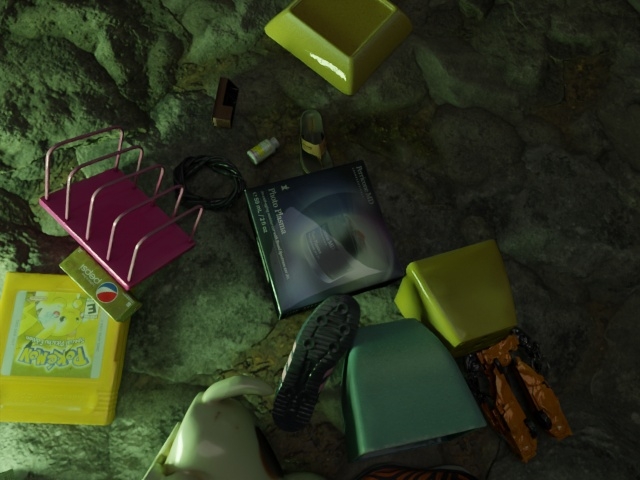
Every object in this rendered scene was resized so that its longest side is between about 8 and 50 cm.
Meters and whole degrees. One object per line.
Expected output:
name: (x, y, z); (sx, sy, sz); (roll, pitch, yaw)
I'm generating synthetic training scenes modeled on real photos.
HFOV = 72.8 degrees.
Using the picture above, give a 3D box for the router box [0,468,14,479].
router box: (-0.720, 0.653, 0.843); (0.242, 0.081, 0.309); (-18, 78, -10)

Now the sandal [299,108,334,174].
sandal: (-0.011, -0.262, 1.163); (0.089, 0.060, 0.220); (-3, 76, -7)

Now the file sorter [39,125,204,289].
file sorter: (-0.437, -0.085, 0.972); (0.290, 0.182, 0.202); (42, 44, 6)

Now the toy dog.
toy dog: (-0.133, 0.504, 0.856); (0.407, 0.284, 0.395); (34, 77, -3)

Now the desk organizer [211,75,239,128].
desk organizer: (-0.257, -0.372, 1.174); (0.050, 0.047, 0.130); (9, 75, -6)

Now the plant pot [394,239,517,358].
plant pot: (0.316, 0.151, 0.988); (0.212, 0.212, 0.187); (-15, 59, -10)

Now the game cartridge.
game cartridge: (-0.590, 0.238, 0.979); (0.285, 0.053, 0.324); (4, 74, -5)

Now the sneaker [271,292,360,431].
sneaker: (-0.016, 0.248, 0.953); (0.112, 0.131, 0.319); (28, 96, -3)

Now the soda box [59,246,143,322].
soda box: (-0.489, 0.100, 0.971); (0.181, 0.058, 0.061); (42, 75, 6)

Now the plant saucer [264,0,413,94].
plant saucer: (0.063, -0.641, 1.260); (0.332, 0.081, 0.333); (39, 74, 5)

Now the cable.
cable: (-0.284, -0.150, 1.120); (0.184, 0.047, 0.151); (-1, 71, -4)

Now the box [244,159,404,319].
box: (0.000, 0.000, 1.037); (0.293, 0.183, 0.297); (-16, 78, -11)

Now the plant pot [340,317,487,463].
plant pot: (0.161, 0.316, 0.946); (0.247, 0.247, 0.252); (-9, 60, -8)

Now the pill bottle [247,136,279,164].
pill bottle: (-0.150, -0.239, 1.152); (0.083, 0.043, 0.043); (-37, 82, -14)

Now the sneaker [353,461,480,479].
sneaker: (0.213, 0.548, 0.916); (0.320, 0.180, 0.125); (-6, 76, -8)

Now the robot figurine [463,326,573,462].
robot figurine: (0.460, 0.355, 1.042); (0.211, 0.085, 0.291); (-23, 80, -11)
